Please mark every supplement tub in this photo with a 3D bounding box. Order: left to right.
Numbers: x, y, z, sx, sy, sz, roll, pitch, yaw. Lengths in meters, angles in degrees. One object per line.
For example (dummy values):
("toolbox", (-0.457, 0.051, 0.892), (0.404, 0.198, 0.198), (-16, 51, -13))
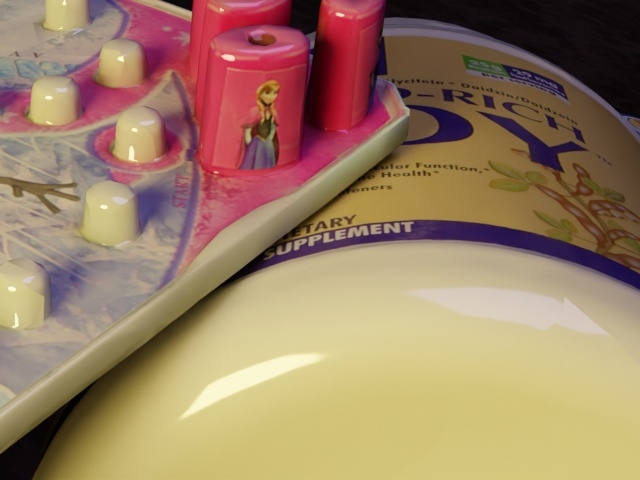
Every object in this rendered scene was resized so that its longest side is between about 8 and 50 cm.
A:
("supplement tub", (0.031, 0.061, 0.625), (0.241, 0.241, 0.331), (18, 21, -7))

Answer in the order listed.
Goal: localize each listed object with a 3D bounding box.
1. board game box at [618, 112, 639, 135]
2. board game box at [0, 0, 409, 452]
("board game box", (0.322, -0.039, 1.416), (0.136, 0.035, 0.201), (9, 24, -27))
("board game box", (-0.233, -0.039, 0.455), (0.390, 0.050, 0.390), (22, 36, 25))
